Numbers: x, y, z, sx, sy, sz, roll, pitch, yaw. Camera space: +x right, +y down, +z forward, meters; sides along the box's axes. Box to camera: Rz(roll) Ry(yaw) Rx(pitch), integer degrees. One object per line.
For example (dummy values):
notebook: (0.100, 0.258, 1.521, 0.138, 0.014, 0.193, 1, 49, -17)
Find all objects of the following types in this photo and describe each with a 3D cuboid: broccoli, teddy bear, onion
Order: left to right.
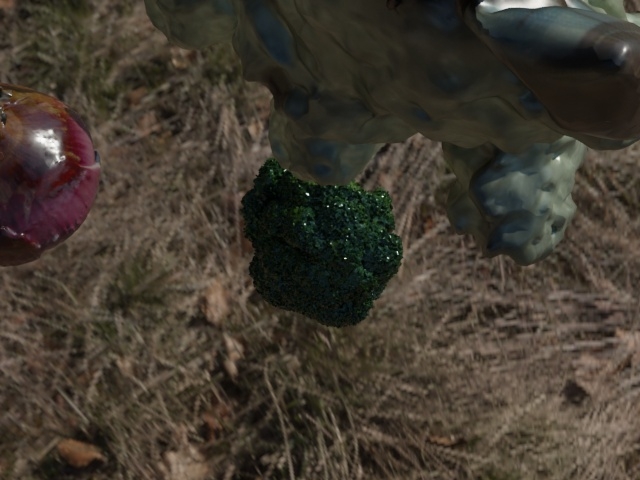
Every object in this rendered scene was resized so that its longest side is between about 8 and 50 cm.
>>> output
onion: (-0.359, -0.088, 1.283, 0.230, 0.163, 0.229, 5, 68, -12)
broccoli: (0.000, 0.000, 1.243, 0.195, 0.195, 0.156, -5, 34, 10)
teddy bear: (0.001, -0.101, 0.569, 0.375, 0.327, 0.362, -30, 18, 38)
